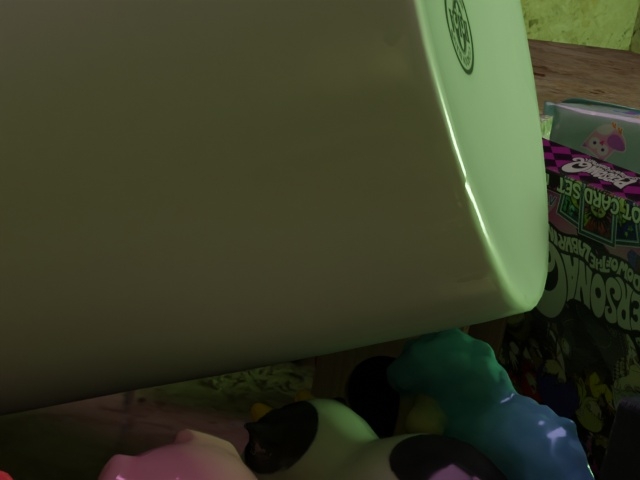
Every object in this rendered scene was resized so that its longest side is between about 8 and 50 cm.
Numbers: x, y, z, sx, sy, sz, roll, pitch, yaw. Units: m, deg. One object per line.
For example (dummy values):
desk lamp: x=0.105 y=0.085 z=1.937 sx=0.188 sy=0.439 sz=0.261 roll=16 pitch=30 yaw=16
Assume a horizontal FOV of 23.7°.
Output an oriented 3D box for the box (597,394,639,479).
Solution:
box: x=0.194 y=0.149 z=0.689 sx=0.156 sy=0.158 sz=0.093 roll=-5 pitch=21 yaw=-46

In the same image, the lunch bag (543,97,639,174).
lunch bag: x=0.338 y=-0.062 z=1.626 sx=0.223 sy=0.160 sz=0.262 roll=11 pitch=3 yaw=12

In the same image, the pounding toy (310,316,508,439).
pounding toy: x=0.047 y=0.043 z=0.887 sx=0.094 sy=0.206 sz=0.181 roll=16 pitch=15 yaw=17

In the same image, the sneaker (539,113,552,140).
sneaker: x=0.130 y=-0.078 z=1.407 sx=0.146 sy=0.102 sz=0.293 roll=6 pitch=8 yaw=2

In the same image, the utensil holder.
utensil holder: x=-0.108 y=-0.078 z=0.750 sx=0.385 sy=0.328 sz=0.327 roll=-10 pitch=9 yaw=16

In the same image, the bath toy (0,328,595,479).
bath toy: x=-0.028 y=0.125 z=0.626 sx=0.151 sy=0.129 sz=0.348 roll=-16 pitch=-1 yaw=40

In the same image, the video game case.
video game case: x=0.172 y=0.054 z=0.936 sx=0.042 sy=0.210 sz=0.232 roll=-20 pitch=30 yaw=-30
